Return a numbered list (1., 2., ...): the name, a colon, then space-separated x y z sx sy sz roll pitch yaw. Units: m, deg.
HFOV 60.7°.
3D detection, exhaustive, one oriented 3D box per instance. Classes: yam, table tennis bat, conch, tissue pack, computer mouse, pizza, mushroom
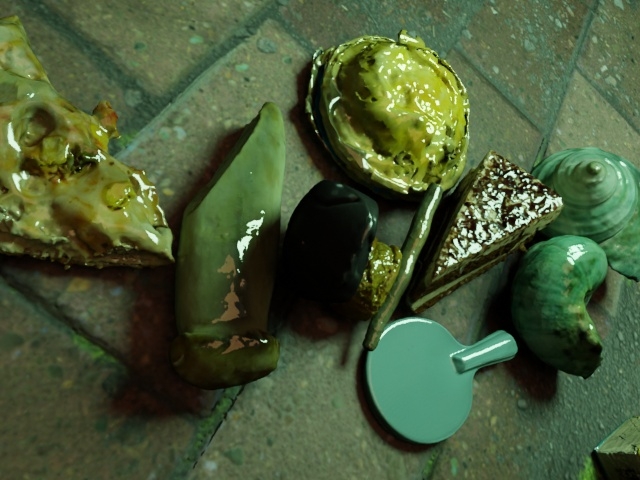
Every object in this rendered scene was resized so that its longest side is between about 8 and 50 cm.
1. yam: 0.104 0.028 0.660 0.029 0.027 0.234 41 64 -32
2. table tennis bat: 0.155 0.159 0.681 0.237 0.038 0.149 -13 76 -30
3. conch: 0.336 0.080 0.769 0.176 0.122 0.188 52 49 -36
4. tissue pack: 0.479 0.347 0.765 0.120 0.082 0.169 -15 78 -36
5. computer mouse: 0.000 0.000 0.550 0.074 0.217 0.122 18 90 -5
6. conch: 0.422 -0.052 0.851 0.277 0.195 0.220 46 28 -54
7. pizza: -0.261 -0.072 0.506 0.297 0.071 0.189 52 53 -3
8. mushroom: -0.092 -0.011 0.575 0.107 0.087 0.333 15 59 -27

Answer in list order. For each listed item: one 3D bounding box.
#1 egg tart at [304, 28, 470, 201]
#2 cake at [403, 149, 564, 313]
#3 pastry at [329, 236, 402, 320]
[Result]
1. egg tart: 0.115 -0.189 0.757 0.291 0.107 0.290 13 64 -27
2. cake: 0.180 -0.018 0.725 0.246 0.112 0.135 -26 64 -23
3. pastry: 0.050 0.042 0.627 0.057 0.109 0.097 27 101 -7
